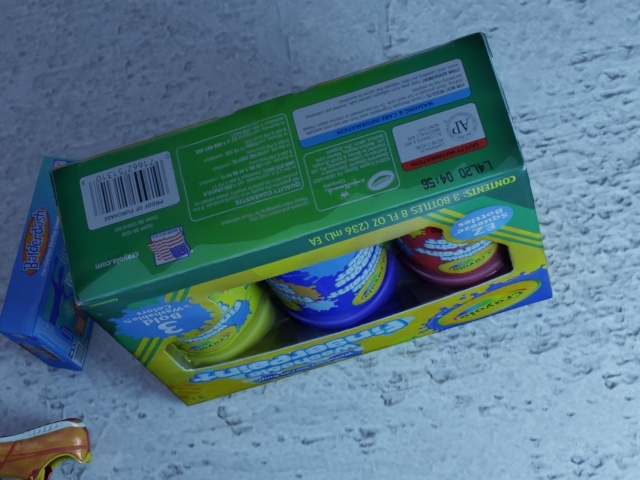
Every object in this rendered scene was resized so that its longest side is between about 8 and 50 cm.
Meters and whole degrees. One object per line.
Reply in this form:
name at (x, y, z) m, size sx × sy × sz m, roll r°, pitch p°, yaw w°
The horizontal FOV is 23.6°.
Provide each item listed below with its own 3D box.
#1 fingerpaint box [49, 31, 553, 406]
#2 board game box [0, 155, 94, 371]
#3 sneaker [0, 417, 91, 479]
fingerpaint box at (0.000, 0.000, 1.601) m, size 0.445 × 0.371 × 0.163 m, roll -17°, pitch 66°, yaw 5°
board game box at (-0.297, 0.029, 1.770) m, size 0.047 × 0.160 × 0.210 m, roll 8°, pitch 72°, yaw 15°
sneaker at (-0.347, 0.254, 1.755) m, size 0.175 × 0.064 × 0.067 m, roll -16°, pitch 81°, yaw 11°
